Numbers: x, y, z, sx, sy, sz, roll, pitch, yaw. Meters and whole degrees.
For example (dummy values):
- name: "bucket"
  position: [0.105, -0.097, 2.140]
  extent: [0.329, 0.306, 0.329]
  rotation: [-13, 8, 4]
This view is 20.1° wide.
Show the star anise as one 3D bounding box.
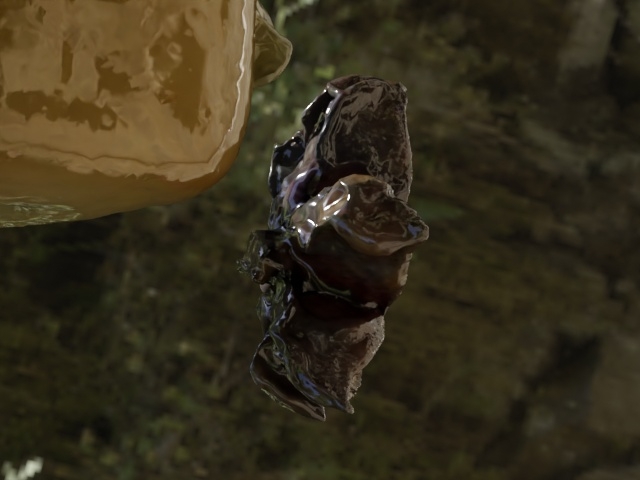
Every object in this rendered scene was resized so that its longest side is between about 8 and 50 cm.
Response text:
- name: "star anise"
  position: [0.001, 0.002, 1.103]
  extent: [0.220, 0.099, 0.214]
  rotation: [180, 101, -78]

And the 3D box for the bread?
- name: "bread"
  position: [-0.207, -0.202, 0.925]
  extent: [0.253, 0.348, 0.376]
  rotation: [13, -99, -64]
